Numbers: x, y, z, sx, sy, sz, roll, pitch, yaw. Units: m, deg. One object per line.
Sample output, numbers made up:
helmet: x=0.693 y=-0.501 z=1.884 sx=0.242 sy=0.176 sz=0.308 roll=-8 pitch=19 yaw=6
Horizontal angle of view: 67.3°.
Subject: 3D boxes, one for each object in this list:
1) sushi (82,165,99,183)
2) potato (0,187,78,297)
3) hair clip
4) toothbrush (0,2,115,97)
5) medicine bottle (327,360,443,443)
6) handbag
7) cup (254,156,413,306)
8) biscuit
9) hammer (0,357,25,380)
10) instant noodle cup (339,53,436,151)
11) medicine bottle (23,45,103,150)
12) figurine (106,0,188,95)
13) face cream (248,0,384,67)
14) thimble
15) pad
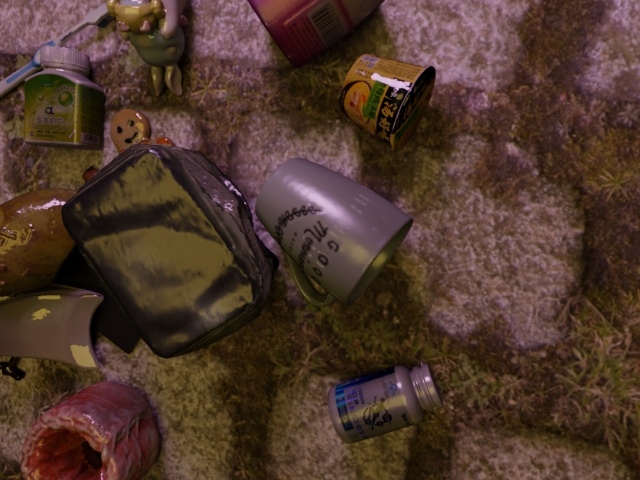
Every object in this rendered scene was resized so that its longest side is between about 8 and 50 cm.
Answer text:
sushi: x=-0.447 y=-0.112 z=0.985 sx=0.050 sy=0.047 sz=0.099 roll=-18 pitch=106 yaw=54
potato: x=-0.572 y=0.004 z=0.948 sx=0.298 sy=0.141 sz=0.176 roll=-31 pitch=120 yaw=-4
hair clip: x=-0.603 y=0.176 z=1.003 sx=0.282 sy=0.113 sz=0.172 roll=3 pitch=101 yaw=-19
toothbrush: x=-0.578 y=-0.380 z=0.996 sx=0.386 sy=0.040 sz=0.040 roll=-27 pitch=89 yaw=12
medicine bottle: x=0.118 y=0.291 z=0.873 sx=0.192 sy=0.107 sz=0.106 roll=-22 pitch=90 yaw=12
handbag: x=-0.235 y=0.004 z=0.844 sx=0.247 sy=0.240 sz=0.340 roll=-33 pitch=95 yaw=8
cup: x=0.000 y=0.000 z=0.858 sx=0.234 sy=0.186 sz=0.258 roll=36 pitch=127 yaw=15
biscuit: x=-0.359 y=-0.155 z=0.975 sx=0.153 sy=0.030 sz=0.234 roll=-20 pitch=90 yaw=10
hammer: x=-0.654 y=0.226 z=1.065 sx=0.065 sy=0.021 sz=0.178 roll=32 pitch=97 yaw=7
instant noodle cup: x=0.113 y=-0.246 z=0.825 sx=0.122 sy=0.151 sz=0.151 roll=32 pitch=99 yaw=17
medicine bottle: x=-0.513 y=-0.281 z=0.965 sx=0.132 sy=0.088 sz=0.188 roll=5 pitch=95 yaw=11
figurine: x=-0.309 y=-0.396 z=0.890 sx=0.127 sy=0.155 sz=0.235 roll=0 pitch=99 yaw=-3
face cream: x=-0.013 y=-0.420 z=0.814 sx=0.195 sy=0.175 sz=0.175 roll=-32 pitch=88 yaw=10
thimble: x=-0.457 y=0.418 z=0.970 sx=0.239 sy=0.162 sz=0.239 roll=1 pitch=92 yaw=14
pad: x=-0.472 y=0.106 z=1.026 sx=0.265 sy=0.009 sz=0.159 roll=33 pitch=100 yaw=9
